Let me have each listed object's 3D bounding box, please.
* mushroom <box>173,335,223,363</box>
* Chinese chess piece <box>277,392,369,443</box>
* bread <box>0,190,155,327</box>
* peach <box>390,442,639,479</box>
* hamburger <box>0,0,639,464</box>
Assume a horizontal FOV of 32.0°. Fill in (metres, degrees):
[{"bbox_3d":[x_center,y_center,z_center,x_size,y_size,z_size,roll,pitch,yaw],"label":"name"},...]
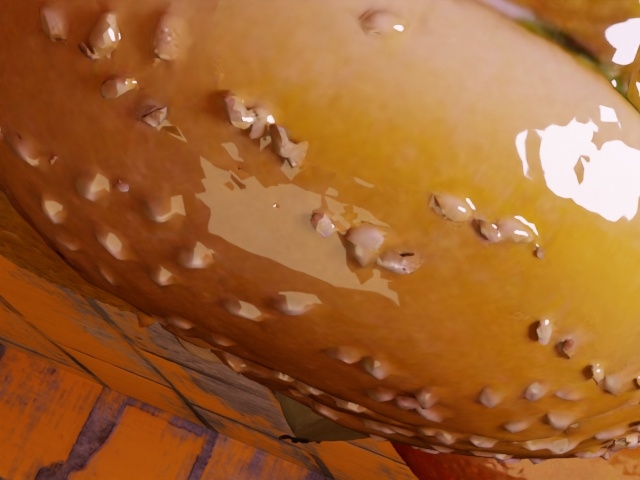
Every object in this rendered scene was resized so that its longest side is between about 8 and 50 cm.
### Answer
[{"bbox_3d":[-0.084,0.061,1.191,0.166,0.127,0.166,-5,-170,1],"label":"mushroom"},{"bbox_3d":[0.065,0.140,1.142,0.238,0.092,0.238,-10,161,-4],"label":"Chinese chess piece"},{"bbox_3d":[-0.135,-0.062,0.802,0.358,0.204,0.337,24,158,5],"label":"bread"},{"bbox_3d":[0.214,0.130,0.845,0.380,0.242,0.306,13,164,33],"label":"peach"},{"bbox_3d":[0.078,-0.052,0.473,0.287,0.268,0.445,-3,147,48],"label":"hamburger"}]
